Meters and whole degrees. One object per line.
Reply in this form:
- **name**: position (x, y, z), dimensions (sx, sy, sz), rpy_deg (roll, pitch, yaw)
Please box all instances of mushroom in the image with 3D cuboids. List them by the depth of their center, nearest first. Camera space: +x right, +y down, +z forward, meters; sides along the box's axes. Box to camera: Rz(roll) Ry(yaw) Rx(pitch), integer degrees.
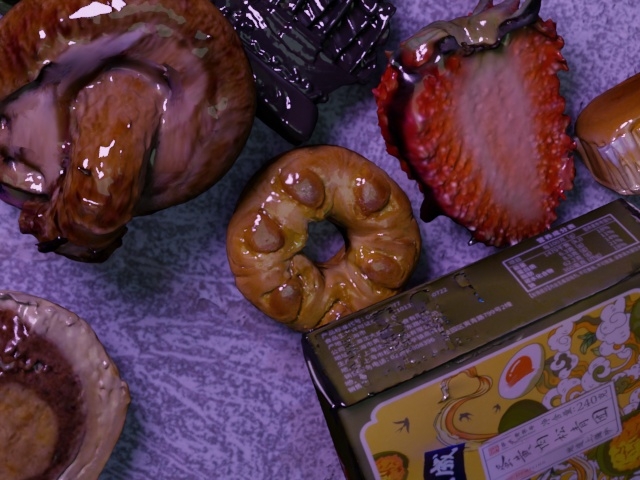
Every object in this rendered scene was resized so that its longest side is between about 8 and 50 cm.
- **mushroom**: position (-0.209, -0.120, 1.155), dimensions (0.263, 0.195, 0.283), rpy_deg (24, 89, -25)

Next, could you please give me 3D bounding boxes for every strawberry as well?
- **strawberry**: position (0.167, -0.125, 1.363), dimensions (0.233, 0.138, 0.306), rpy_deg (-29, 128, -18)

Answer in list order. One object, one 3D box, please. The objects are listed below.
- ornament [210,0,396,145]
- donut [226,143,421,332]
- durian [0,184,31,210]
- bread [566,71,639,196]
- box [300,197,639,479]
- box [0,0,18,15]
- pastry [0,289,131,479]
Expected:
- **ornament**: position (-0.029, -0.266, 1.278), dimensions (0.251, 0.106, 0.260), rpy_deg (40, 89, -9)
- **donut**: position (0.002, -0.001, 1.357), dimensions (0.227, 0.114, 0.226), rpy_deg (-3, 104, -12)
- **durian**: position (-0.288, -0.085, 1.265), dimensions (0.187, 0.108, 0.119), rpy_deg (30, 100, -17)
- **bread**: position (0.417, -0.156, 1.406), dimensions (0.241, 0.136, 0.107), rpy_deg (-30, 109, -3)
- **box**: position (0.222, 0.195, 1.389), dimensions (0.420, 0.138, 0.373), rpy_deg (-23, 129, -6)
- **box**: position (-0.279, -0.395, 1.155), dimensions (0.253, 0.178, 0.328), rpy_deg (37, 93, -21)
- **pastry**: position (-0.349, 0.175, 1.298), dimensions (0.237, 0.170, 0.256), rpy_deg (18, 90, -38)
